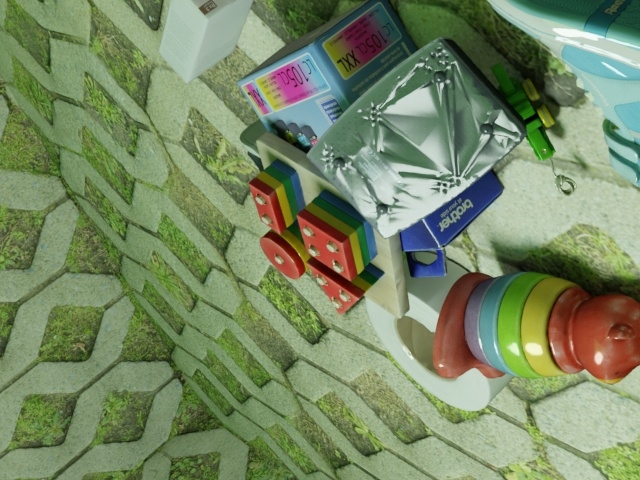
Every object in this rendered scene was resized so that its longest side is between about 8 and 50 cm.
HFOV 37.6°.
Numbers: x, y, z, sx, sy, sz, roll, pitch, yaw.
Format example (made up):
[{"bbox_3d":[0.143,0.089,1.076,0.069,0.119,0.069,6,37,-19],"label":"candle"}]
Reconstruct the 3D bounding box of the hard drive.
[{"bbox_3d":[0.118,-0.126,1.168,0.172,0.054,0.255,46,130,-7],"label":"hard drive"}]

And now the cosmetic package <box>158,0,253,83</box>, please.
[{"bbox_3d":[-0.189,-0.364,1.550,0.085,0.117,0.231,48,156,3],"label":"cosmetic package"}]

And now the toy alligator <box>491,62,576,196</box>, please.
[{"bbox_3d":[0.261,-0.140,1.162,0.189,0.056,0.051,56,-162,-15],"label":"toy alligator"}]

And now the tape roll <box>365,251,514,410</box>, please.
[{"bbox_3d":[0.213,0.158,1.631,0.286,0.100,0.286,40,155,23],"label":"tape roll"}]

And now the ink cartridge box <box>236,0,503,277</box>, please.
[{"bbox_3d":[0.083,-0.128,1.379,0.395,0.151,0.270,54,157,-14],"label":"ink cartridge box"}]

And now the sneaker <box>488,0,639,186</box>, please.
[{"bbox_3d":[0.295,-0.163,0.966,0.319,0.127,0.208,36,152,32],"label":"sneaker"}]

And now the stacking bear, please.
[{"bbox_3d":[0.326,0.127,1.318,0.289,0.175,0.164,1,85,47],"label":"stacking bear"}]

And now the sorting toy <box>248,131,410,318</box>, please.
[{"bbox_3d":[0.000,0.000,1.417,0.257,0.089,0.255,33,155,31],"label":"sorting toy"}]

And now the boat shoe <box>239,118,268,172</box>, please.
[{"bbox_3d":[-0.049,-0.131,1.628,0.091,0.114,0.302,57,179,-31],"label":"boat shoe"}]
